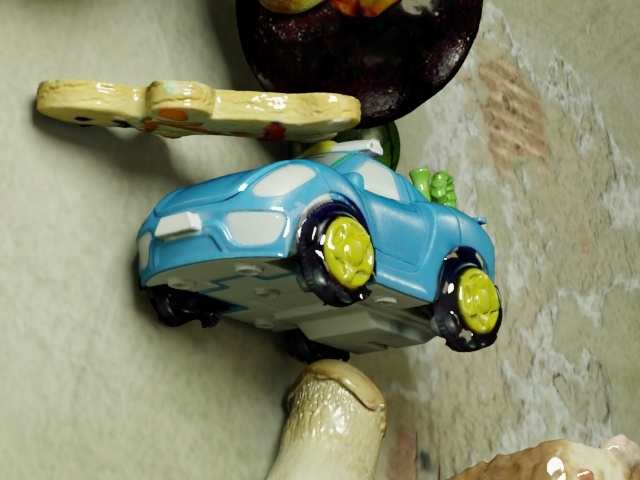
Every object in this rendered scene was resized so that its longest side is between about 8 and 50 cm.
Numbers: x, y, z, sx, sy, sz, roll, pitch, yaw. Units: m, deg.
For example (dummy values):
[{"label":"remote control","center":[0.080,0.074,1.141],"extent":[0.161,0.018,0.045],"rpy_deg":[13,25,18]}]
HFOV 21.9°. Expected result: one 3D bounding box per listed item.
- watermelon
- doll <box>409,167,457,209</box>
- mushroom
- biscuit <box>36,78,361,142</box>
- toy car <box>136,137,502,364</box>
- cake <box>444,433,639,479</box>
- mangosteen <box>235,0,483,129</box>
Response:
[{"label":"watermelon","center":[0.021,-0.075,1.435],"extent":[0.109,0.109,0.109],"rpy_deg":[21,61,-45]},{"label":"doll","center":[0.101,-0.013,1.517],"extent":[0.190,0.050,0.115],"rpy_deg":[-41,133,-75]},{"label":"mushroom","center":[-0.013,0.259,1.279],"extent":[0.123,0.095,0.351],"rpy_deg":[55,41,-48]},{"label":"biscuit","center":[-0.094,-0.095,1.239],"extent":[0.234,0.153,0.030],"rpy_deg":[4,84,-10]},{"label":"toy car","center":[0.000,0.000,1.298],"extent":[0.314,0.198,0.166],"rpy_deg":[20,65,-45]},{"label":"cake","center":[0.186,0.325,1.355],"extent":[0.290,0.282,0.256],"rpy_deg":[29,49,-36]},{"label":"mangosteen","center":[0.017,-0.207,1.315],"extent":[0.250,0.211,0.211],"rpy_deg":[47,43,-52]}]
